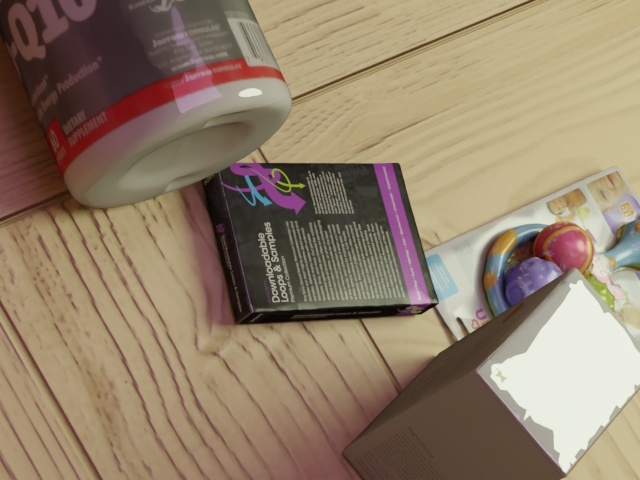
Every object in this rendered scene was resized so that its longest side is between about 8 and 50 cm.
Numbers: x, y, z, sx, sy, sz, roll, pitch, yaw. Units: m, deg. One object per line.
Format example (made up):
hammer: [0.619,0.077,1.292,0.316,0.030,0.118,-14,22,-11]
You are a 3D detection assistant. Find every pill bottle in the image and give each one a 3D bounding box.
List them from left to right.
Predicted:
pill bottle: [-0.145,-0.180,1.294,0.161,0.161,0.283,-16,76,-37]

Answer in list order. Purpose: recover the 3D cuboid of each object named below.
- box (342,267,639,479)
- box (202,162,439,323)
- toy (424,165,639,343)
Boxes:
box: [0.120,0.116,1.311,0.091,0.170,0.130,50,51,-2]
box: [0.000,0.000,1.383,0.162,0.029,0.116,0,66,-34]
toy: [0.196,0.026,1.480,0.237,0.056,0.137,-23,79,-38]
